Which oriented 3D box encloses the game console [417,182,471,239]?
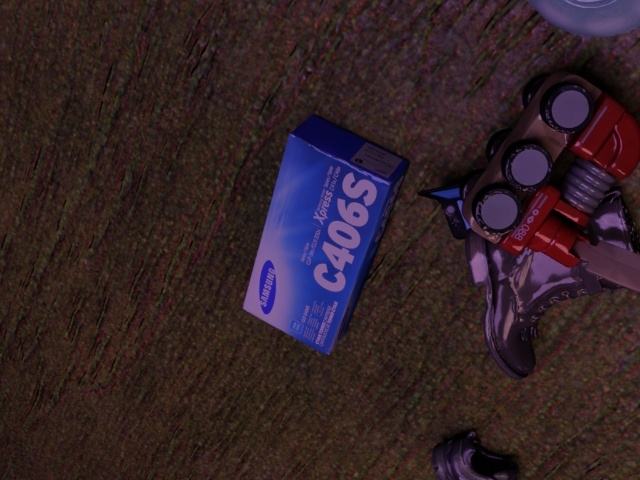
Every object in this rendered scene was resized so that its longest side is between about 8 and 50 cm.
[{"bbox_3d":[0.210,-0.042,1.245,0.122,0.071,0.107,-9,113,34],"label":"game console"}]

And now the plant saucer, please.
[{"bbox_3d":[0.310,-0.320,1.040,0.194,0.037,0.195,14,125,21],"label":"plant saucer"}]

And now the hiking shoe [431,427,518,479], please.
[{"bbox_3d":[0.281,0.407,1.473,0.227,0.086,0.114,47,133,-3],"label":"hiking shoe"}]

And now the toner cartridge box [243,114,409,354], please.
[{"bbox_3d":[0.000,0.000,1.389,0.165,0.075,0.348,28,129,14],"label":"toner cartridge box"}]

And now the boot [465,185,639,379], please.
[{"bbox_3d":[0.328,0.067,1.228,0.228,0.091,0.263,-10,115,23],"label":"boot"}]

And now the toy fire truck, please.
[{"bbox_3d":[0.323,-0.053,1.099,0.246,0.158,0.217,31,102,-10],"label":"toy fire truck"}]
